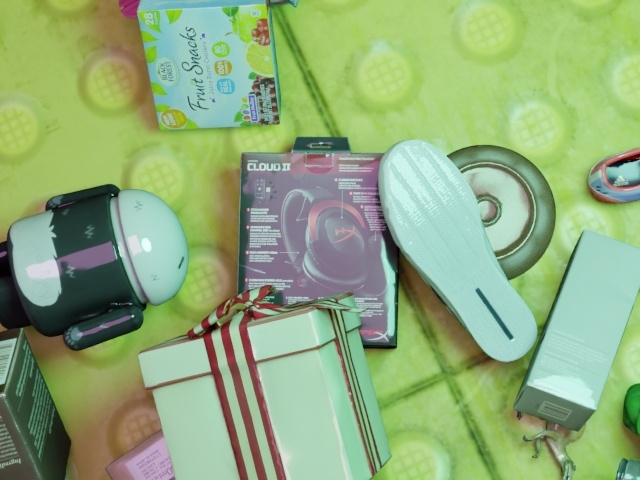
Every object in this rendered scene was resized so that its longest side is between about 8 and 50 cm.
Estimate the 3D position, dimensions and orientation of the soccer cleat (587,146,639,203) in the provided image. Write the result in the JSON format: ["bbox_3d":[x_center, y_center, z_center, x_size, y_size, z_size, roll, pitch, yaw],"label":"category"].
[{"bbox_3d":[0.487,-0.103,1.944,0.248,0.095,0.083,-12,82,3],"label":"soccer cleat"}]

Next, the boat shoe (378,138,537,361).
[{"bbox_3d":[0.166,0.017,1.899,0.121,0.119,0.335,-31,104,-9],"label":"boat shoe"}]

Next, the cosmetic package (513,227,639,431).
[{"bbox_3d":[0.346,0.119,1.886,0.107,0.127,0.238,19,68,7],"label":"cosmetic package"}]

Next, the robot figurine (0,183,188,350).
[{"bbox_3d":[-0.318,0.033,1.947,0.278,0.173,0.209,-17,93,2],"label":"robot figurine"}]

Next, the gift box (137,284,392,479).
[{"bbox_3d":[-0.044,0.183,1.768,0.276,0.255,0.258,-16,90,10],"label":"gift box"}]

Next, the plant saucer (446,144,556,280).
[{"bbox_3d":[0.229,-0.039,1.984,0.199,0.036,0.198,-1,83,5],"label":"plant saucer"}]

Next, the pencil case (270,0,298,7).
[{"bbox_3d":[-0.070,-0.472,2.016,0.124,0.124,0.284,8,83,5],"label":"pencil case"}]

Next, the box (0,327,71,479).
[{"bbox_3d":[-0.447,0.255,1.884,0.167,0.168,0.203,-14,117,4],"label":"box"}]

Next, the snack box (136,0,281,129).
[{"bbox_3d":[-0.149,-0.252,1.955,0.175,0.207,0.070,-2,43,3],"label":"snack box"}]

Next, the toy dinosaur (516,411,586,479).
[{"bbox_3d":[0.320,0.234,1.946,0.093,0.053,0.183,10,80,-10],"label":"toy dinosaur"}]

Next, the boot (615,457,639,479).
[{"bbox_3d":[0.493,0.429,1.820,0.223,0.118,0.338,-7,98,23],"label":"boot"}]

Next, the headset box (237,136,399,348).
[{"bbox_3d":[0.000,0.000,1.956,0.218,0.110,0.293,0,83,4],"label":"headset box"}]

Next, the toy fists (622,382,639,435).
[{"bbox_3d":[0.530,0.265,1.876,0.279,0.142,0.096,21,102,6],"label":"toy fists"}]

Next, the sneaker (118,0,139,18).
[{"bbox_3d":[-0.214,-0.407,2.034,0.103,0.111,0.252,-18,59,43],"label":"sneaker"}]

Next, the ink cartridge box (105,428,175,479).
[{"bbox_3d":[-0.141,0.321,1.939,0.235,0.088,0.193,-35,81,-2],"label":"ink cartridge box"}]
